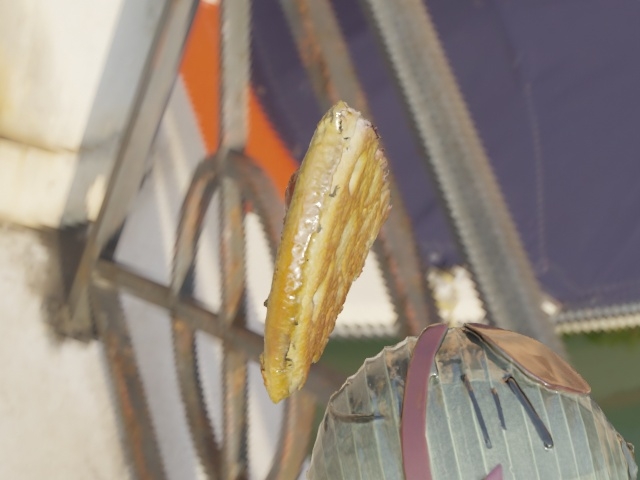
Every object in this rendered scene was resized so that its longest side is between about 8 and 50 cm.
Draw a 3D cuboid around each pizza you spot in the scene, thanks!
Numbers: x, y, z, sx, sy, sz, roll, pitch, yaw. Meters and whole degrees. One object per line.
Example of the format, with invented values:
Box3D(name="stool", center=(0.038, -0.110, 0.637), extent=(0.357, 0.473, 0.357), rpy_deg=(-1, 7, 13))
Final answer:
Box3D(name="pizza", center=(-0.006, 0.007, 0.690), extent=(0.029, 0.100, 0.099), rpy_deg=(18, 79, 15))

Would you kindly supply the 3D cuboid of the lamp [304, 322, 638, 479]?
Box3D(name="lamp", center=(0.108, 0.181, 1.372), extent=(0.233, 0.233, 0.265), rpy_deg=(-18, 93, -30))
